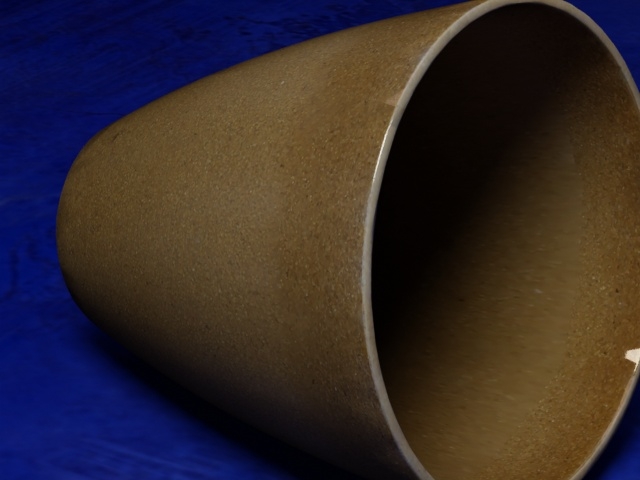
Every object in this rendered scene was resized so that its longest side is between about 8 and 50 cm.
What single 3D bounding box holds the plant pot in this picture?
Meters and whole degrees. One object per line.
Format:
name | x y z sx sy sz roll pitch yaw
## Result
plant pot | 0.000 0.000 0.957 0.254 0.237 0.237 5 19 41
